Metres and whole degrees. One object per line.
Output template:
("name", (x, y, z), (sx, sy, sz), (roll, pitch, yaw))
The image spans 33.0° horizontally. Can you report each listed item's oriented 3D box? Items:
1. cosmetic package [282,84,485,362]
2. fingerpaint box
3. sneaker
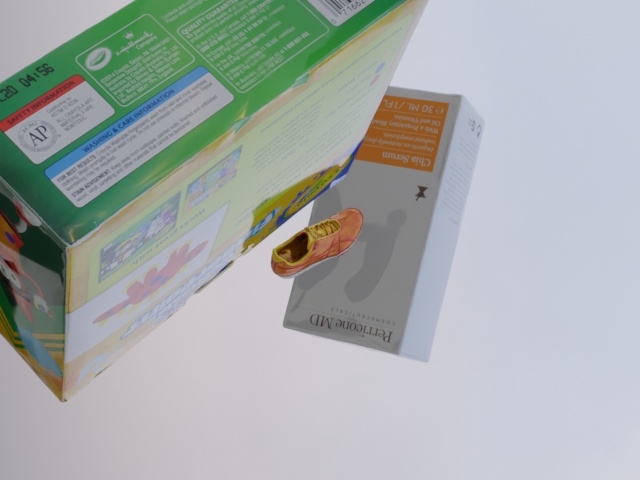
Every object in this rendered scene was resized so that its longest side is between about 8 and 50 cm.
("cosmetic package", (0.114, -0.034, 1.888), (0.230, 0.161, 0.453), (11, -96, 25))
("fingerpaint box", (-0.132, -0.089, 1.074), (0.163, 0.445, 0.371), (44, -28, 11))
("sneaker", (0.000, 0.000, 1.695), (0.064, 0.175, 0.067), (47, -23, 20))
